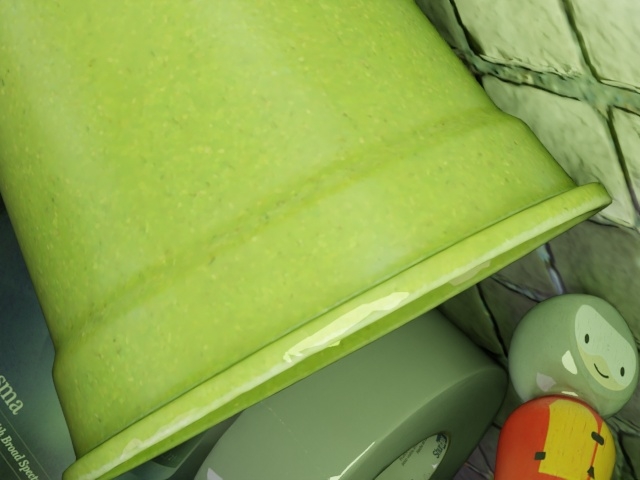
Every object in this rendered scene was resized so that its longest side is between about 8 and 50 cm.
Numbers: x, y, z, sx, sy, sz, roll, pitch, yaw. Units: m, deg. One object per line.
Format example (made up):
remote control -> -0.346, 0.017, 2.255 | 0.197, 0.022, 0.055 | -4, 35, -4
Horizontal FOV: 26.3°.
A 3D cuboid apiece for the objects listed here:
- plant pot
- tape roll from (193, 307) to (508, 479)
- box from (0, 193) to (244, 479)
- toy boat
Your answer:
plant pot -> -0.049, -0.059, 0.638 | 0.254, 0.276, 0.276 | 61, 162, 7
tape roll -> 0.017, 0.138, 0.858 | 0.072, 0.219, 0.219 | 43, 160, 23
box -> -0.191, 0.060, 1.073 | 0.182, 0.294, 0.296 | 21, 146, 51
toy boat -> 0.133, 0.171, 0.765 | 0.267, 0.148, 0.318 | 8, 143, 14
